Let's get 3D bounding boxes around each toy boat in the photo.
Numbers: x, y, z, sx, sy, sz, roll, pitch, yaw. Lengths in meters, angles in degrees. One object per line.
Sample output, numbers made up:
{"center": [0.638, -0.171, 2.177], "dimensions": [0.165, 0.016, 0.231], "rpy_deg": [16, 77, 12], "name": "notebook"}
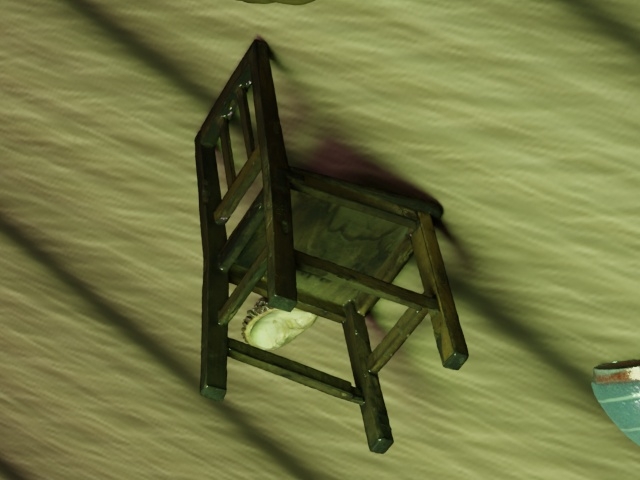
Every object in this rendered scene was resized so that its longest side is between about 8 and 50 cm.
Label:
{"center": [0.343, 0.190, 1.921], "dimensions": [0.096, 0.034, 0.122], "rpy_deg": [-9, 104, 45], "name": "toy boat"}

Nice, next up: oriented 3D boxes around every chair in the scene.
{"center": [0.000, 0.000, 2.026], "dimensions": [0.240, 0.416, 0.203], "rpy_deg": [17, 131, -21], "name": "chair"}

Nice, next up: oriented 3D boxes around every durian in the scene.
{"center": [-0.057, 0.098, 2.178], "dimensions": [0.130, 0.052, 0.066], "rpy_deg": [-36, 87, 40], "name": "durian"}

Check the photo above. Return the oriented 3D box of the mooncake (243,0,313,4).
{"center": [-0.035, -0.412, 1.868], "dimensions": [0.324, 0.187, 0.324], "rpy_deg": [16, 116, 35], "name": "mooncake"}
